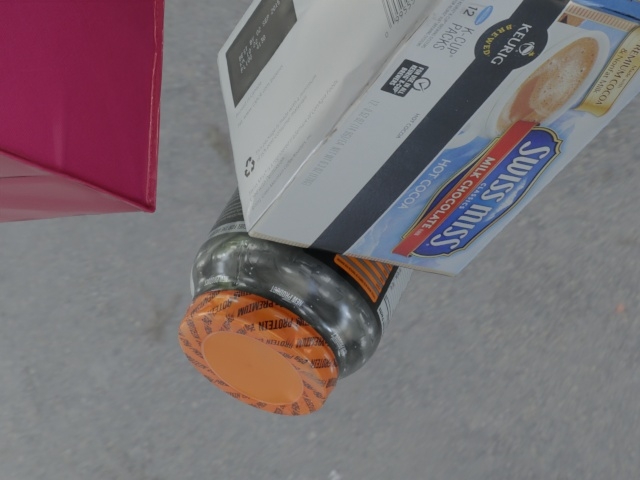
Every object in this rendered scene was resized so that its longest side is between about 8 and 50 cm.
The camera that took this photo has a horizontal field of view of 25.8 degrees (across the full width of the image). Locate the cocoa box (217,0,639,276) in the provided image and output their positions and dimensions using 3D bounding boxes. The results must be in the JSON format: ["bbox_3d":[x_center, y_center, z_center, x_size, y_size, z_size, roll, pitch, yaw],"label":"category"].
[{"bbox_3d":[0.097,-0.166,1.202,0.347,0.228,0.231,-49,40,41],"label":"cocoa box"}]

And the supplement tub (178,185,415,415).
[{"bbox_3d":[0.000,0.000,1.454,0.207,0.338,0.207,20,146,14],"label":"supplement tub"}]

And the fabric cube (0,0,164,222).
[{"bbox_3d":[-0.284,-0.154,0.993,0.258,0.259,0.254,-2,79,22],"label":"fabric cube"}]
